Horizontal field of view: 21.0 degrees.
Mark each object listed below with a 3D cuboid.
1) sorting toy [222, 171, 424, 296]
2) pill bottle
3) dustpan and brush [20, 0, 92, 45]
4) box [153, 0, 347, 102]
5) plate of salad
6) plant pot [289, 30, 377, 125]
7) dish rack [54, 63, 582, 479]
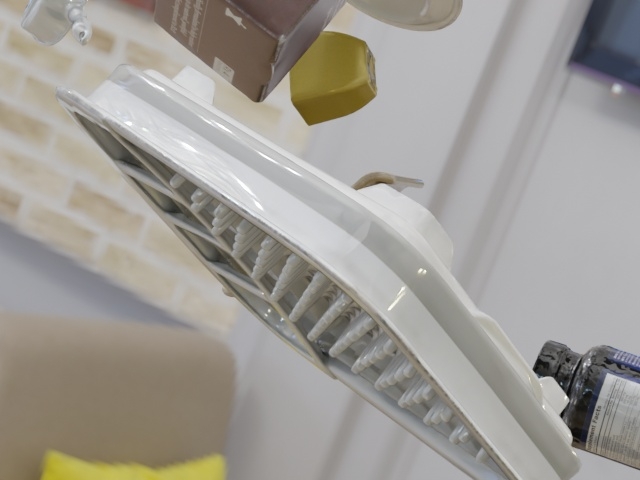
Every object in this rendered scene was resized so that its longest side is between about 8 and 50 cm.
[{"bbox_3d":[0.000,0.000,1.911,0.041,0.229,0.307,54,11,8],"label":"sorting toy"},{"bbox_3d":[0.344,0.188,1.927,0.219,0.123,0.123,18,6,17],"label":"pill bottle"},{"bbox_3d":[-0.279,-0.262,1.905,0.060,0.147,0.211,29,17,-17],"label":"dustpan and brush"},{"bbox_3d":[0.019,-0.324,1.556,0.143,0.381,0.191,37,-15,1],"label":"box"},{"bbox_3d":[0.064,-0.293,1.794,0.200,0.048,0.200,27,-22,12],"label":"plate of salad"},{"bbox_3d":[0.015,-0.178,1.836,0.083,0.081,0.081,-8,-17,12],"label":"plant pot"},{"bbox_3d":[0.008,0.019,1.012,0.333,0.072,0.285,34,-13,47],"label":"dish rack"}]
